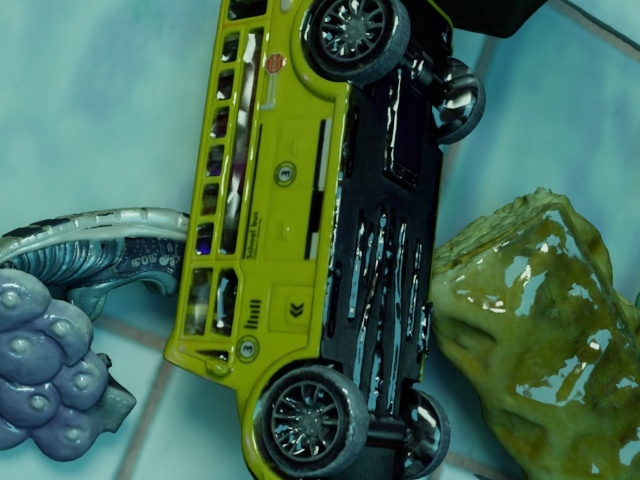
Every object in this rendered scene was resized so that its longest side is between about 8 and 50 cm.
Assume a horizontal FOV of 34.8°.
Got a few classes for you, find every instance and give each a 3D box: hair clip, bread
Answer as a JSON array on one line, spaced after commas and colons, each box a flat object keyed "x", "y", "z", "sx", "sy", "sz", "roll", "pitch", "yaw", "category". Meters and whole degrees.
[{"x": -0.197, "y": 0.062, "z": 0.601, "sx": 0.195, "sy": 0.052, "sz": 0.124, "roll": 26, "pitch": 111, "yaw": -25, "category": "hair clip"}, {"x": 0.180, "y": 0.097, "z": 0.741, "sx": 0.152, "sy": 0.130, "sz": 0.267, "roll": -38, "pitch": 105, "yaw": -24, "category": "bread"}]

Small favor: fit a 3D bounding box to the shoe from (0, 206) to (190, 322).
[{"x": -0.144, "y": 0.017, "z": 0.632, "sx": 0.143, "sy": 0.064, "sz": 0.071, "roll": -6, "pitch": 91, "yaw": -30, "category": "shoe"}]

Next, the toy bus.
[{"x": 0.000, "y": 0.000, "z": 0.631, "sx": 0.145, "sy": 0.151, "sz": 0.331, "roll": 25, "pitch": 70, "yaw": -59, "category": "toy bus"}]

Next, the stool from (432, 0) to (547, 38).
[{"x": 0.090, "y": -0.253, "z": 0.662, "sx": 0.141, "sy": 0.232, "sz": 0.232, "roll": -47, "pitch": 106, "yaw": -22, "category": "stool"}]

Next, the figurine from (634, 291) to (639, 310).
[{"x": 0.368, "y": -0.027, "z": 0.839, "sx": 0.222, "sy": 0.124, "sz": 0.324, "roll": 38, "pitch": 71, "yaw": -15, "category": "figurine"}]
